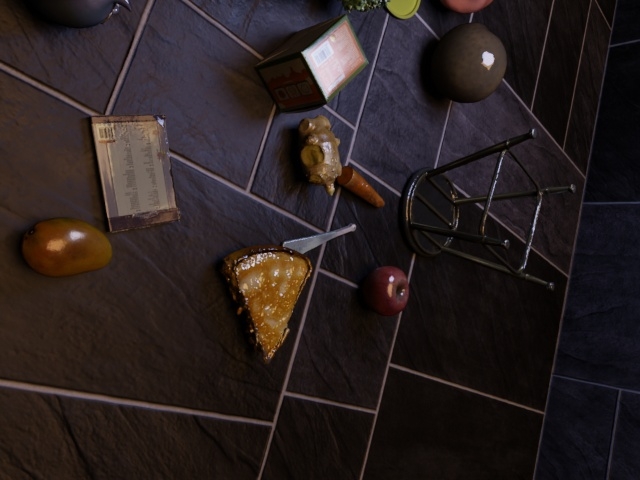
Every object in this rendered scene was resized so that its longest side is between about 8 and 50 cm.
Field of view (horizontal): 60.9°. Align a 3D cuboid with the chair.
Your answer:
[{"bbox_3d":[0.505,-0.088,1.717,0.365,0.410,0.361,31,71,-41],"label":"chair"}]

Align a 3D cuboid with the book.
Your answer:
[{"bbox_3d":[-0.380,-0.142,1.124,0.158,0.026,0.231,-13,100,-40],"label":"book"}]

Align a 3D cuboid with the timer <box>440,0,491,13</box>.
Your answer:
[{"bbox_3d":[0.487,-0.876,1.793,0.230,0.230,0.214,35,59,-40],"label":"timer"}]

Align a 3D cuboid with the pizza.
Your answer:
[{"bbox_3d":[-0.112,0.131,1.359,0.251,0.074,0.287,-27,112,-38],"label":"pizza"}]

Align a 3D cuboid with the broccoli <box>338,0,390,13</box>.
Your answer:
[{"bbox_3d":[0.041,-0.703,1.343,0.249,0.302,0.375,-40,127,11],"label":"broccoli"}]

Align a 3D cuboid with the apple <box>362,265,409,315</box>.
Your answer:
[{"bbox_3d":[0.195,0.150,1.631,0.153,0.120,0.153,3,87,-49],"label":"apple"}]

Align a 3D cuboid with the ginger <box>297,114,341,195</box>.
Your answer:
[{"bbox_3d":[-0.001,-0.221,1.435,0.157,0.102,0.216,-32,111,-68],"label":"ginger"}]

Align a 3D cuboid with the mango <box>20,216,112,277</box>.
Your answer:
[{"bbox_3d":[-0.464,0.011,1.005,0.163,0.090,0.111,-16,115,-53],"label":"mango"}]

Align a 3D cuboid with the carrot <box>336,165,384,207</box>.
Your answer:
[{"bbox_3d":[0.130,-0.145,1.602,0.210,0.061,0.061,31,70,-45],"label":"carrot"}]

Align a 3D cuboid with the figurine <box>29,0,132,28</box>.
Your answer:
[{"bbox_3d":[-0.411,-0.500,0.977,0.265,0.175,0.197,-39,123,-27],"label":"figurine"}]

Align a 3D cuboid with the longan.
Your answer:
[{"bbox_3d":[0.484,-0.582,1.790,0.258,0.258,0.258,-3,94,-44],"label":"longan"}]

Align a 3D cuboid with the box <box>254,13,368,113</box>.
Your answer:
[{"bbox_3d":[-0.018,-0.432,1.354,0.195,0.178,0.148,-51,123,-30],"label":"box"}]

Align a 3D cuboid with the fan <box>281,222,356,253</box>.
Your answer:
[{"bbox_3d":[0.000,0.000,1.502,0.282,0.023,0.057,-18,103,-41],"label":"fan"}]

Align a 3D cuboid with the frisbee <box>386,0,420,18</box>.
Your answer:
[{"bbox_3d":[0.241,-0.813,1.701,0.236,0.017,0.235,-3,94,-45],"label":"frisbee"}]
